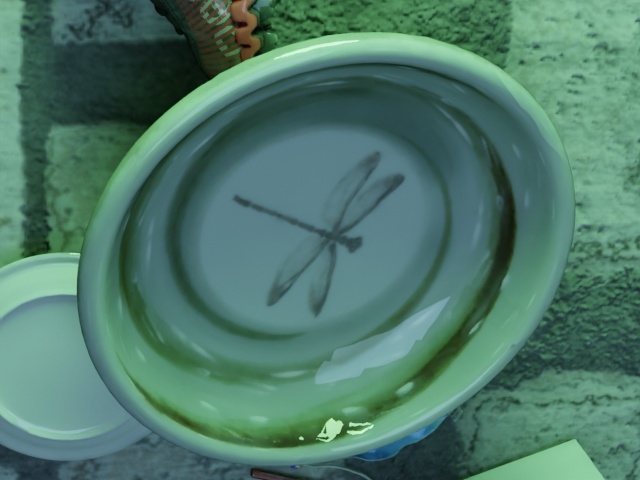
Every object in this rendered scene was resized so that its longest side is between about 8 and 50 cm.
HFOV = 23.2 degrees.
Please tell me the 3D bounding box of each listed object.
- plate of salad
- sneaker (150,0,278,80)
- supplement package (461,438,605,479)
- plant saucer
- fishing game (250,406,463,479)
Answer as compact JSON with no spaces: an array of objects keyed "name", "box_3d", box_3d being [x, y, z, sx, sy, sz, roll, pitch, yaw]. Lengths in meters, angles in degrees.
[{"name":"plate of salad","box_3d":[-0.209,0.094,1.292,0.200,0.048,0.200,-2,117,-4]},{"name":"sneaker","box_3d":[-0.110,-0.216,1.139,0.135,0.097,0.276,-14,127,3]},{"name":"supplement package","box_3d":[0.166,0.333,1.438,0.262,0.204,0.145,-18,122,-8]},{"name":"plant saucer","box_3d":[0.000,0.000,1.238,0.400,0.100,0.400,-10,127,-14]},{"name":"fishing game","box_3d":[0.048,0.125,1.393,0.189,0.041,0.264,16,110,-21]}]
